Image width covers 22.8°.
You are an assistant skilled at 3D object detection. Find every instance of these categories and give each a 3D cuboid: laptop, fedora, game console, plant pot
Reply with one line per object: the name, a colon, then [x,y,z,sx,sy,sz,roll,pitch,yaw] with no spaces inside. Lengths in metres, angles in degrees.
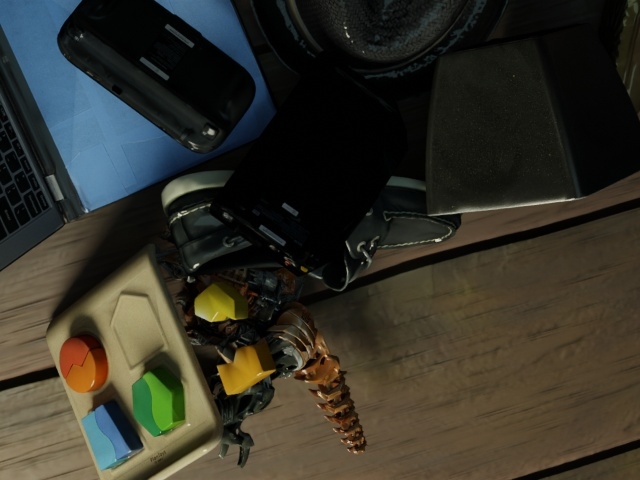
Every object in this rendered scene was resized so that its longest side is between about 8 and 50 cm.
laptop: [-0.285,-0.191,1.601,0.236,0.408,0.382,-16,105,30]
fedora: [0.078,-0.304,1.665,0.334,0.152,0.334,-2,102,-8]
game console: [-0.092,-0.142,1.620,0.361,0.044,0.213,37,68,-5]
plant pot: [0.218,-0.133,1.675,0.188,0.187,0.167,-7,99,36]

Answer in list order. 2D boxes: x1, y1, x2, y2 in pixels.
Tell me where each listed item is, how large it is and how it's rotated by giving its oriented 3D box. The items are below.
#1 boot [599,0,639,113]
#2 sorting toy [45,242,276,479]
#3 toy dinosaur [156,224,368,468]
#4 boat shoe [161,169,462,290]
boot: [0.442,-0.188,1.775,0.269,0.089,0.236,11,100,-12]
sorting toy: [-0.176,0.125,1.634,0.041,0.307,0.229,-4,67,-45]
toy dinosaur: [-0.073,0.122,1.741,0.322,0.164,0.218,39,77,7]
boat shoe: [0.001,-0.002,1.694,0.340,0.127,0.113,5,63,-26]
